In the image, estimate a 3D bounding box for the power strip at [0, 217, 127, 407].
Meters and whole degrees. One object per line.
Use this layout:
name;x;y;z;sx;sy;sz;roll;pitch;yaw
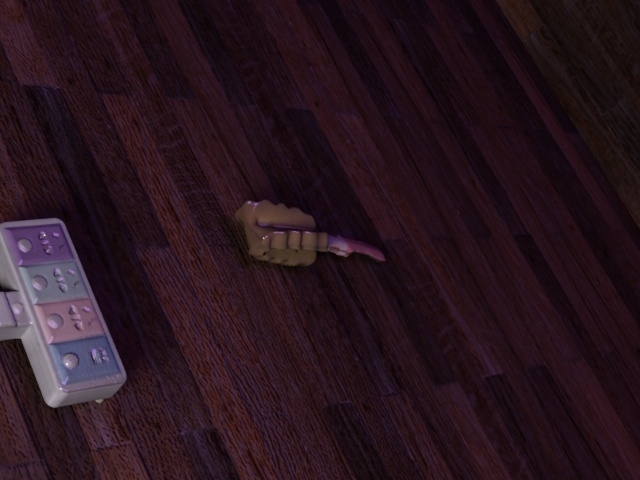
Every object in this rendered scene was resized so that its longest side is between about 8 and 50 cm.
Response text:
power strip;-0.312;0.080;1.365;0.145;0.061;0.216;-4;59;-43

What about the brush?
brush;0.000;0.000;1.792;0.301;0.071;0.084;12;44;-49
